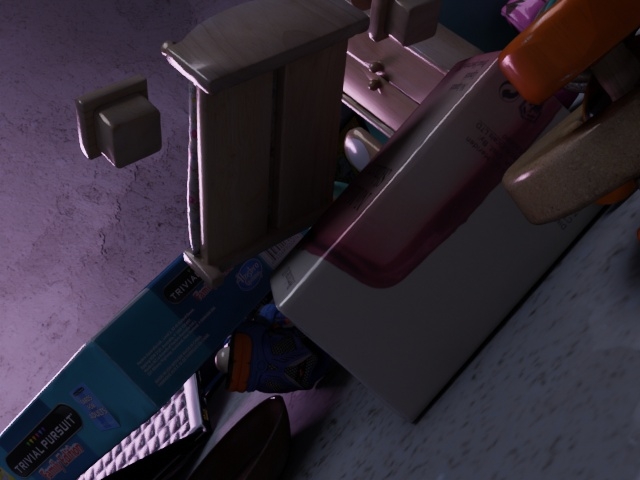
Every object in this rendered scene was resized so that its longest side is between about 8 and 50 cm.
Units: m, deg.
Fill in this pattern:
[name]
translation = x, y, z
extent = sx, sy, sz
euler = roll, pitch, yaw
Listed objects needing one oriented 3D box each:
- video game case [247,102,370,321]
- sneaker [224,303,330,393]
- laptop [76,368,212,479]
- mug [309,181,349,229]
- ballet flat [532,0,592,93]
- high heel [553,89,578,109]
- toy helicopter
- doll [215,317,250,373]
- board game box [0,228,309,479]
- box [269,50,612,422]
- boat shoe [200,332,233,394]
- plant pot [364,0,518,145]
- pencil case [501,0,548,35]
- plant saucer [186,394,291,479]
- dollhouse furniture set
[video game case]
translation = -0.018, -0.014, 1.198
extent = 0.248, 0.035, 0.275
euler = -50, -23, -6
[sneaker]
translation = -0.032, 0.116, 1.001
extent = 0.221, 0.087, 0.083
euler = -36, -44, -80
[laptop]
translation = -0.346, 0.276, 1.290
extent = 0.382, 0.236, 0.408
euler = -44, 41, 27
[mug]
translation = -0.003, 0.008, 1.033
extent = 0.129, 0.158, 0.097
euler = -38, 15, 26
[ballet flat]
translation = 0.253, -0.178, 0.766
extent = 0.316, 0.107, 0.106
euler = -45, -29, -29
[high heel]
translation = 0.169, -0.103, 1.014
extent = 0.117, 0.082, 0.244
euler = -20, -11, -8
[toy helicopter]
translation = 0.246, -0.127, 0.557
extent = 0.355, 0.140, 0.235
euler = -39, -2, -3
[doll]
translation = -0.092, 0.117, 1.406
extent = 0.129, 0.046, 0.189
euler = -30, 21, 42
[board game box]
translation = -0.177, 0.115, 0.954
extent = 0.336, 0.079, 0.254
euler = -41, 4, 43
[box]
translation = 0.084, -0.009, 0.740
extent = 0.232, 0.127, 0.148
euler = -48, 8, 1
[boat shoe]
translation = -0.167, 0.154, 1.478
extent = 0.109, 0.089, 0.258
euler = -43, 7, 48
[plant pot]
translation = 0.123, -0.266, 1.244
extent = 0.235, 0.293, 0.293
euler = -37, 3, -22
[pencil case]
translation = 0.296, -0.295, 1.097
extent = 0.209, 0.098, 0.095
euler = -47, 53, 14
[plant saucer]
translation = -0.086, 0.225, 0.894
extent = 0.198, 0.036, 0.198
euler = -48, 8, 9
[dollhouse furniture set]
translation = -0.056, -0.081, 0.831
extent = 0.355, 0.174, 0.303
euler = -27, -38, -30
